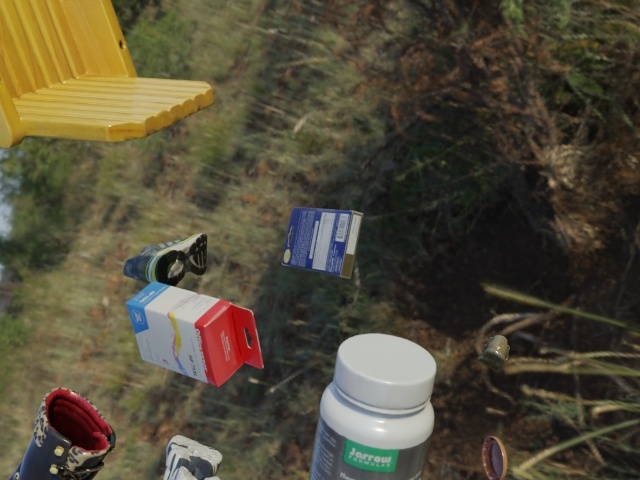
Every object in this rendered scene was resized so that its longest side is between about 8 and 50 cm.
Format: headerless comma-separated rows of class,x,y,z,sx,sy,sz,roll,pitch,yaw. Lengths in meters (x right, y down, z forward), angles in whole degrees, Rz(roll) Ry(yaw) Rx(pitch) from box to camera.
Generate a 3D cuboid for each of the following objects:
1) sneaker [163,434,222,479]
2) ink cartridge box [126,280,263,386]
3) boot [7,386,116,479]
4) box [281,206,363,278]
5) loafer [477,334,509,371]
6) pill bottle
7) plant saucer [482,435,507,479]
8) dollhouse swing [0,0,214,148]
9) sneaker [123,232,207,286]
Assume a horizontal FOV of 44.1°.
sneaker,-0.215,0.402,1.211,0.153,0.094,0.235,-65,19,0
ink cartridge box,-0.220,0.167,1.389,0.078,0.230,0.134,-42,-46,-45
boot,-0.448,0.470,1.387,0.377,0.138,0.284,45,115,47
box,0.000,0.000,1.689,0.225,0.036,0.137,8,87,54
loafer,0.354,0.227,1.593,0.050,0.056,0.148,-58,-10,-13
pill bottle,0.089,0.363,1.404,0.204,0.204,0.361,-116,31,-65
plant saucer,0.325,0.406,1.468,0.083,0.013,0.084,-179,90,-75
dollhouse swing,-0.390,-0.318,1.270,0.347,0.304,0.315,-45,-57,-58
sneaker,-0.367,0.039,1.931,0.300,0.121,0.111,-22,-62,-70
